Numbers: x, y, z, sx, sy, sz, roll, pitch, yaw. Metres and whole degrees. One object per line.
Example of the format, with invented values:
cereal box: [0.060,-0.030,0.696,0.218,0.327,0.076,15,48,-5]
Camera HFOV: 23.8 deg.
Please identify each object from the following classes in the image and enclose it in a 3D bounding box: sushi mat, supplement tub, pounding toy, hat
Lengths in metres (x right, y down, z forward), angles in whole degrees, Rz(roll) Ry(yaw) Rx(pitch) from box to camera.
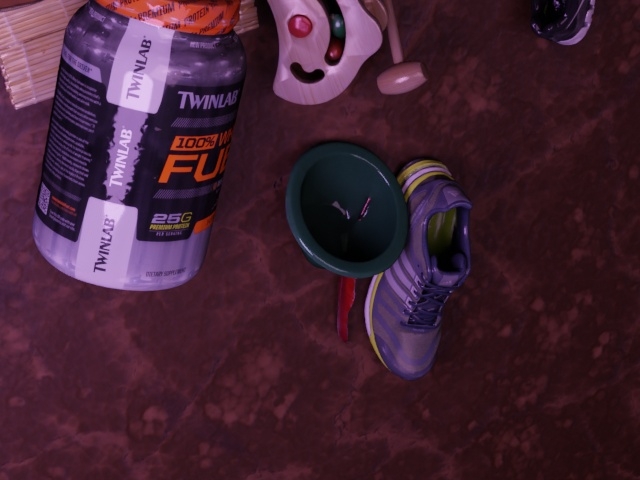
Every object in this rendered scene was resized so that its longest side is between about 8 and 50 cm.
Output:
sushi mat: [-0.231,-0.269,1.767,0.316,0.019,0.151,-21,117,-13]
supplement tub: [-0.201,-0.131,1.711,0.207,0.207,0.338,3,115,-23]
pounding toy: [0.000,-0.270,1.833,0.154,0.155,0.269,-27,111,22]
hat: [0.000,0.000,1.966,0.173,0.183,0.208,10,67,-22]

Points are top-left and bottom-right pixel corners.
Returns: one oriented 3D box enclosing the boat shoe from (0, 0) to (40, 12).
boat shoe: [-0.406,-0.299,1.623,0.307,0.104,0.110,-3,98,-20]

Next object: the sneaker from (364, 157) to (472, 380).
sneaker: [0.134,0.050,1.980,0.111,0.121,0.300,-3,111,-21]

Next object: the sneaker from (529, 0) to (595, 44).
sneaker: [0.313,-0.354,1.899,0.106,0.078,0.234,-21,127,-54]
